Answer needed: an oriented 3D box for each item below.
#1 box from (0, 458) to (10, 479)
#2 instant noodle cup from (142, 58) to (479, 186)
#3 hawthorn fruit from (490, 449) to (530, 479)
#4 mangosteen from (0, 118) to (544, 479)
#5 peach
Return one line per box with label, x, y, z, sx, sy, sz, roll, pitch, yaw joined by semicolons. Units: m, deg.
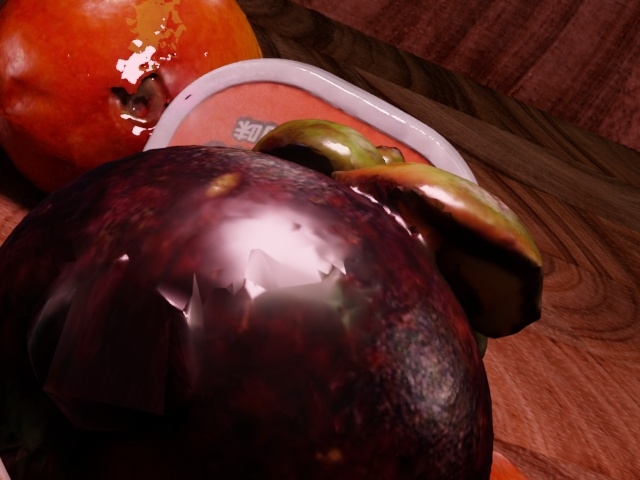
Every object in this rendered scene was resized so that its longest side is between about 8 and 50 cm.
box;-0.216;0.093;0.817;0.032;0.122;0.220;13;43;-60
instant noodle cup;0.000;0.000;1.393;0.294;0.294;0.308;29;9;6
hawthorn fruit;0.081;0.202;1.036;0.194;0.157;0.157;34;17;32
mangosteen;-0.044;0.080;0.903;0.311;0.311;0.311;25;16;-8
peach;-0.168;-0.136;1.538;0.281;0.238;0.281;27;15;-8
